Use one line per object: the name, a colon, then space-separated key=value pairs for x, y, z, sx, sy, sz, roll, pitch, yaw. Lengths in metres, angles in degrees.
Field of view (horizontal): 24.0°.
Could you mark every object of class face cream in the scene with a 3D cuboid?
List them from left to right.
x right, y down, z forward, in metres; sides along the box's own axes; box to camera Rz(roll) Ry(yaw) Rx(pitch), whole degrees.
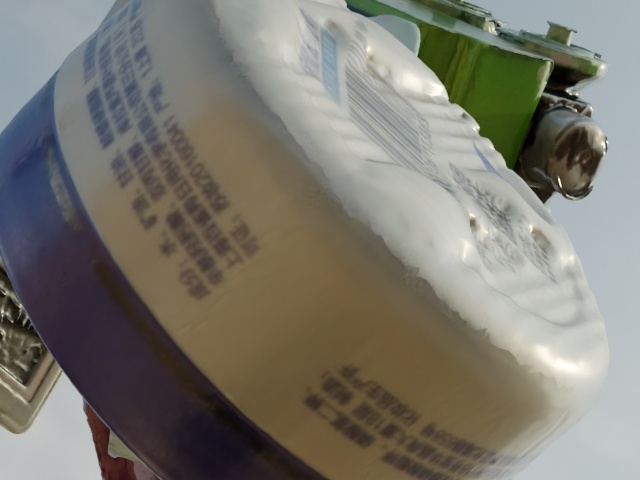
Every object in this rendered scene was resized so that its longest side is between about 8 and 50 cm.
face cream: x=0.000 y=0.000 z=0.510 sx=0.111 sy=0.206 sz=0.206 roll=-41 pitch=-62 yaw=17

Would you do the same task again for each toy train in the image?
toy train: x=0.081 y=-0.128 z=1.246 sx=0.249 sy=0.307 sz=0.173 roll=8 pitch=-73 yaw=-42

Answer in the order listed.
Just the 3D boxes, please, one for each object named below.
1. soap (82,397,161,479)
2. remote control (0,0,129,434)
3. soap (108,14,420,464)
soap: x=-0.083 y=0.297 z=1.200 sx=0.128 sy=0.359 sz=0.233 roll=-15 pitch=-17 yaw=-4
remote control: x=-0.154 y=-0.038 z=0.954 sx=0.055 sy=0.313 sz=0.109 roll=7 pitch=-31 yaw=38
soap: x=-0.029 y=0.008 z=0.746 sx=0.091 sy=0.145 sz=0.230 roll=19 pitch=-52 yaw=2
